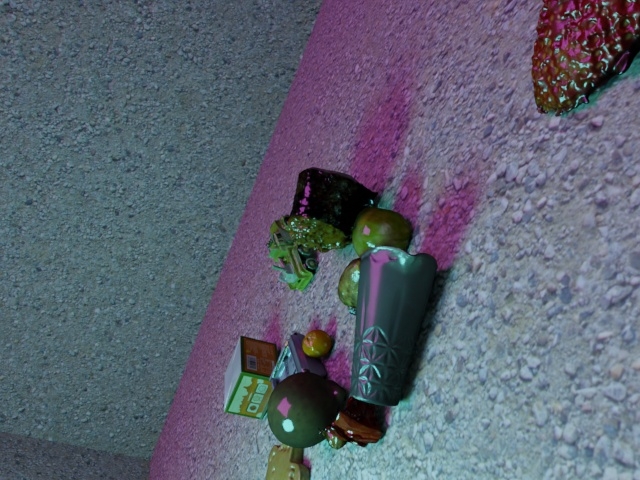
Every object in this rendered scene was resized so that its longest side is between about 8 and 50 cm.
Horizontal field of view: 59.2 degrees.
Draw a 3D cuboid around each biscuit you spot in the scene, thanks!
[{"bbox_3d":[-0.107,0.685,1.462,0.275,0.052,0.355,127,155,-45],"label":"biscuit"}]

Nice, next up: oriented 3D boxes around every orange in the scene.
[{"bbox_3d":[-0.010,0.281,1.539,0.083,0.070,0.083,-36,26,21],"label":"orange"}]

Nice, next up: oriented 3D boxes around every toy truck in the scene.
[{"bbox_3d":[-0.117,0.037,1.918,0.128,0.135,0.259,-55,43,44],"label":"toy truck"}]

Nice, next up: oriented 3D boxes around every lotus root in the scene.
[{"bbox_3d":[0.097,0.094,1.312,0.190,0.108,0.094,95,-178,-48],"label":"lotus root"}]

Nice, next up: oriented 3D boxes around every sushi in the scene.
[{"bbox_3d":[0.028,-0.075,1.557,0.348,0.234,0.207,75,-152,-81],"label":"sushi"}]

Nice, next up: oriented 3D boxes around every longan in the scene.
[{"bbox_3d":[-0.032,0.403,1.364,0.204,0.159,0.185,-26,40,12],"label":"longan"}]

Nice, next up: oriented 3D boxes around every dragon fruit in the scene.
[{"bbox_3d":[0.046,0.386,1.216,0.192,0.092,0.122,126,143,-57],"label":"dragon fruit"}]

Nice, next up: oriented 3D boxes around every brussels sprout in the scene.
[{"bbox_3d":[0.132,-0.010,1.347,0.151,0.122,0.149,-9,61,69],"label":"brussels sprout"}]

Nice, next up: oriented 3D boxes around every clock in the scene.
[{"bbox_3d":[-0.067,0.394,1.585,0.186,0.083,0.253,-66,19,14],"label":"clock"}]

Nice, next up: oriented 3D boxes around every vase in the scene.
[{"bbox_3d":[0.134,0.174,1.149,0.251,0.156,0.301,126,156,-83],"label":"vase"}]

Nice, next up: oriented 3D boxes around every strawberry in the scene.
[{"bbox_3d":[0.407,-0.343,0.866,0.306,0.138,0.233,-62,21,21],"label":"strawberry"}]

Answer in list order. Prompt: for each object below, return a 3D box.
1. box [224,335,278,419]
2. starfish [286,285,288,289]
[{"bbox_3d":[-0.227,0.457,1.883,0.195,0.148,0.177,-109,38,-62],"label":"box"},{"bbox_3d":[-0.107,0.141,2.069,0.092,0.016,0.086,-8,66,67],"label":"starfish"}]
